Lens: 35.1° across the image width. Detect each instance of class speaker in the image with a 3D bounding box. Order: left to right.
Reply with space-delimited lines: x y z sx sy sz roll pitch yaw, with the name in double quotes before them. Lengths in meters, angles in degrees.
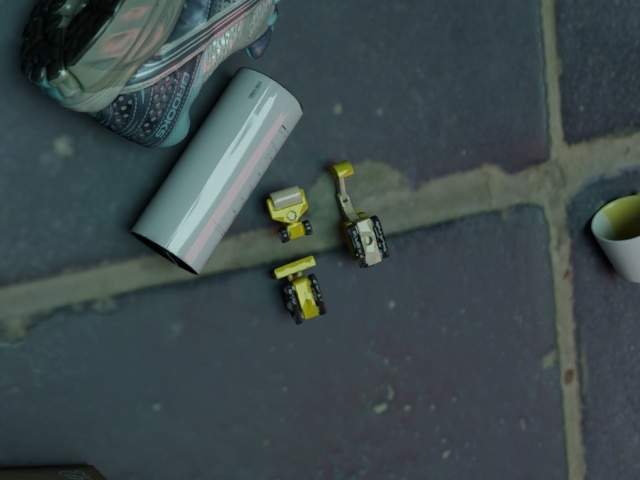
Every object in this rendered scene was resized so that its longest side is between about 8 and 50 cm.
"speaker" -0.068 -0.045 0.677 0.055 0.055 0.136 37 78 -29

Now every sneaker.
"sneaker" -0.070 -0.186 0.647 0.283 0.110 0.122 -56 137 -9

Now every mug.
"mug" 0.283 -0.001 0.891 0.078 0.062 0.064 -38 122 -14

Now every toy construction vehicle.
"toy construction vehicle" 0.000 0.000 0.741 0.086 0.035 0.098 -23 106 -15

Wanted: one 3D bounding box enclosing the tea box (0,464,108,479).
"tea box" -0.182 0.311 0.500 0.220 0.329 0.323 7 92 -31
